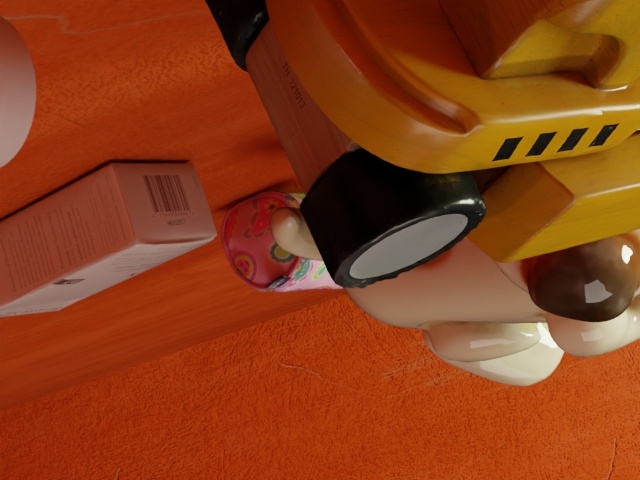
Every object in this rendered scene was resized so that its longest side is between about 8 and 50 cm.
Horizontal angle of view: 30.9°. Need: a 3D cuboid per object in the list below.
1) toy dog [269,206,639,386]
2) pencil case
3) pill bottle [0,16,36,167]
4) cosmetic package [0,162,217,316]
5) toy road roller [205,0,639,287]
[{"bbox_3d":[0.186,-0.042,1.041,0.395,0.284,0.408,16,166,-17],"label":"toy dog"},{"bbox_3d":[0.000,0.000,1.428,0.124,0.124,0.284,-22,168,28],"label":"pencil case"},{"bbox_3d":[-0.227,-0.071,0.522,0.112,0.112,0.187,-23,170,33],"label":"pill bottle"},{"bbox_3d":[-0.227,0.003,1.102,0.231,0.085,0.117,-25,169,33],"label":"cosmetic package"},{"bbox_3d":[0.120,-0.123,0.645,0.329,0.202,0.240,-10,158,-36],"label":"toy road roller"}]
